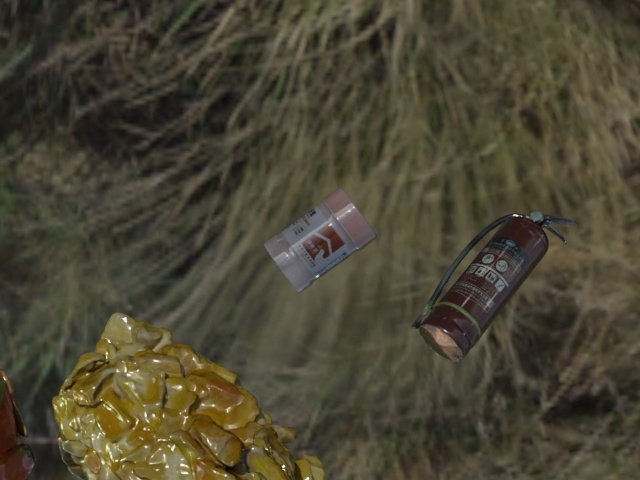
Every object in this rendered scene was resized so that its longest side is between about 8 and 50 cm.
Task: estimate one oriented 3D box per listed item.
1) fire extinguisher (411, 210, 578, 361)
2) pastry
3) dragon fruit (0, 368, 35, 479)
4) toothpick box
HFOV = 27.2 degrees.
[{"bbox_3d":[0.136,0.027,1.042,0.064,0.158,0.043,26,147,27],"label":"fire extinguisher"},{"bbox_3d":[-0.073,0.157,0.893,0.102,0.250,0.154,-17,134,-51],"label":"pastry"},{"bbox_3d":[-0.399,0.225,1.373,0.224,0.227,0.224,-25,174,-3],"label":"dragon fruit"},{"bbox_3d":[0.000,0.000,2.033,0.149,0.098,0.098,-36,133,1],"label":"toothpick box"}]
